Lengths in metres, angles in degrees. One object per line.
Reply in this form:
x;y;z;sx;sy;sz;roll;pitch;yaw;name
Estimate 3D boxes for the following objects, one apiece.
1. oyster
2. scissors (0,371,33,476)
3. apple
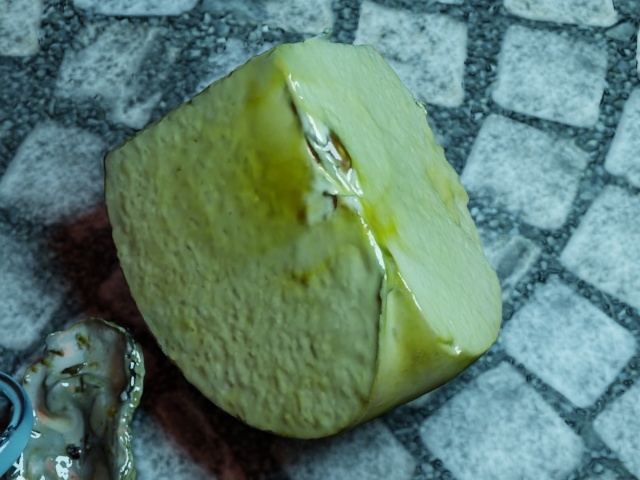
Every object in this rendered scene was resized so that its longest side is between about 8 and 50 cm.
-0.216;0.225;1.383;0.128;0.078;0.345;-1;64;20;oyster
-0.290;0.218;1.283;0.180;0.032;0.393;-23;30;-7;scissors
0.000;0.000;1.404;0.314;0.252;0.309;-23;84;-17;apple
